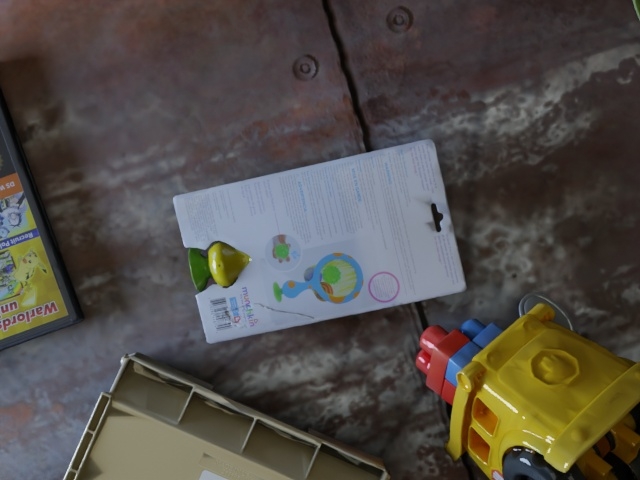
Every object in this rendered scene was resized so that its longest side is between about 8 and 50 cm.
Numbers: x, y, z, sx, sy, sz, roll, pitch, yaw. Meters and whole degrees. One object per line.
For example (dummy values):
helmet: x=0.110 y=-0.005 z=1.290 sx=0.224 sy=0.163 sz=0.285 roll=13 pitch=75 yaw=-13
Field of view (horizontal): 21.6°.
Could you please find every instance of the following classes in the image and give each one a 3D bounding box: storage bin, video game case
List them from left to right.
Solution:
video game case: x=-0.383 y=0.002 z=1.502 sx=0.274 sy=0.035 sz=0.248 roll=-20 pitch=91 yaw=0
storage bin: x=-0.105 y=0.262 z=1.465 sx=0.262 sy=0.123 sz=0.260 roll=24 pitch=91 yaw=0

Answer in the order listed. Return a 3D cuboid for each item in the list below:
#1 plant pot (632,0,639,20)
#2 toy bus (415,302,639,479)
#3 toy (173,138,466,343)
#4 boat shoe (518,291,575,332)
plant pot: x=0.331 y=-0.214 z=1.474 sx=0.079 sy=0.083 sz=0.083 roll=-29 pitch=91 yaw=-12
toy bus: x=0.173 y=0.162 z=1.442 sx=0.211 sy=0.220 sz=0.149 roll=35 pitch=56 yaw=26
toy: x=0.000 y=0.000 z=1.489 sx=0.237 sy=0.056 sz=0.137 roll=-12 pitch=95 yaw=6
boat shoe: x=0.216 y=0.101 z=1.499 sx=0.046 sy=0.038 sz=0.125 roll=-41 pitch=92 yaw=-18
